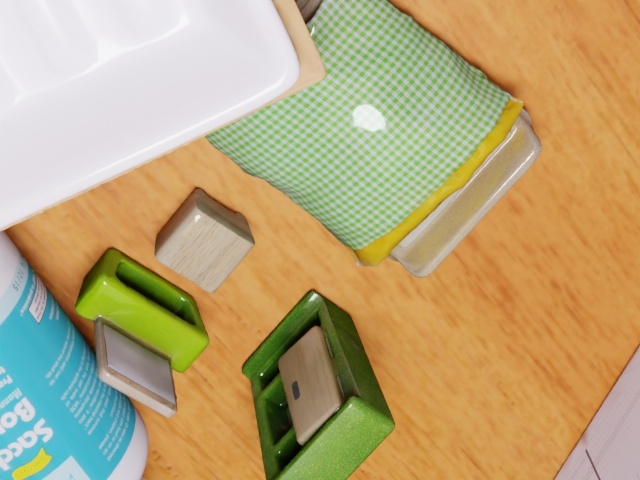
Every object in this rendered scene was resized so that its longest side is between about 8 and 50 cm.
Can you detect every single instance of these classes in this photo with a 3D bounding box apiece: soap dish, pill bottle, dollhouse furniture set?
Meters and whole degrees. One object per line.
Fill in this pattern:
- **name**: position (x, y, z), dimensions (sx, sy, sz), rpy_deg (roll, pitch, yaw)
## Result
- **soap dish**: position (-0.174, -0.143, 0.977), dimensions (0.291, 0.118, 0.229), rpy_deg (-25, 117, 5)
- **pill bottle**: position (-0.215, 0.118, 1.105), dimensions (0.146, 0.146, 0.264), rpy_deg (-29, 119, 7)
- **dollhouse furniture set**: position (0.000, 0.000, 1.071), dimensions (0.197, 0.151, 0.301), rpy_deg (33, 109, -24)

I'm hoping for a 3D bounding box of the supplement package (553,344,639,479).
- **supplement package**: position (0.278, 0.197, 1.235), dimensions (0.134, 0.139, 0.244), rpy_deg (19, 115, -18)
